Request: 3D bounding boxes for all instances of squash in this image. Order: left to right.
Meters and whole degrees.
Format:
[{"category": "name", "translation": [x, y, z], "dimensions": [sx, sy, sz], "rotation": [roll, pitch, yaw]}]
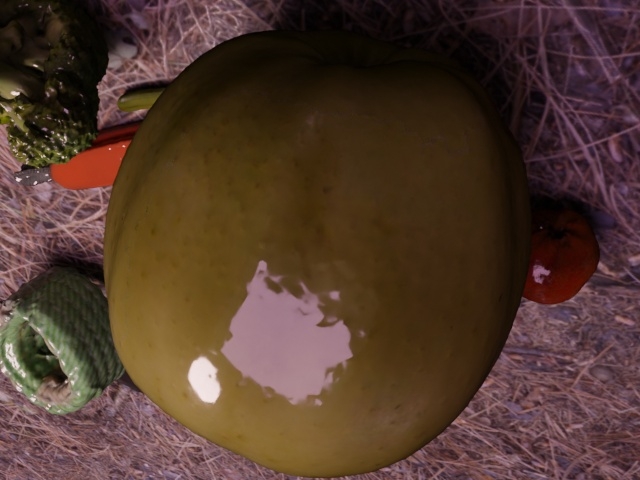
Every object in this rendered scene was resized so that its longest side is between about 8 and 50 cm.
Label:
[{"category": "squash", "translation": [-0.229, -0.182, 1.127], "dimensions": [0.083, 0.027, 0.027], "rotation": [-2, 129, 25]}]

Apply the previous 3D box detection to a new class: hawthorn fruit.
[{"category": "hawthorn fruit", "translation": [0.267, 0.020, 1.034], "dimensions": [0.128, 0.128, 0.128], "rotation": [12, 133, 13]}]

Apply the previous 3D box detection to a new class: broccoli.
[{"category": "broccoli", "translation": [-0.374, -0.182, 1.002], "dimensions": [0.254, 0.302, 0.186], "rotation": [37, 129, -15]}]

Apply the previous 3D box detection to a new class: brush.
[{"category": "brush", "translation": [-0.298, -0.117, 1.204], "dimensions": [0.323, 0.051, 0.070], "rotation": [-7, 133, 24]}]

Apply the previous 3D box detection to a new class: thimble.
[{"category": "thimble", "translation": [-0.416, 0.158, 1.402], "dimensions": [0.218, 0.150, 0.219], "rotation": [18, 127, 25]}]

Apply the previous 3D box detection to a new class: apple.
[{"category": "apple", "translation": [0.000, 0.000, 0.916], "dimensions": [0.473, 0.474, 0.474], "rotation": [12, 133, 13]}]

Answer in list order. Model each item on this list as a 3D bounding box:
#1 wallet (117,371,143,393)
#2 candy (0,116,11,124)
[{"category": "wallet", "translation": [-0.229, 0.166, 1.424], "dimensions": [0.197, 0.051, 0.377], "rotation": [33, 136, -4]}, {"category": "candy", "translation": [-0.485, -0.235, 1.147], "dimensions": [0.096, 0.097, 0.209], "rotation": [-20, 125, 35]}]
